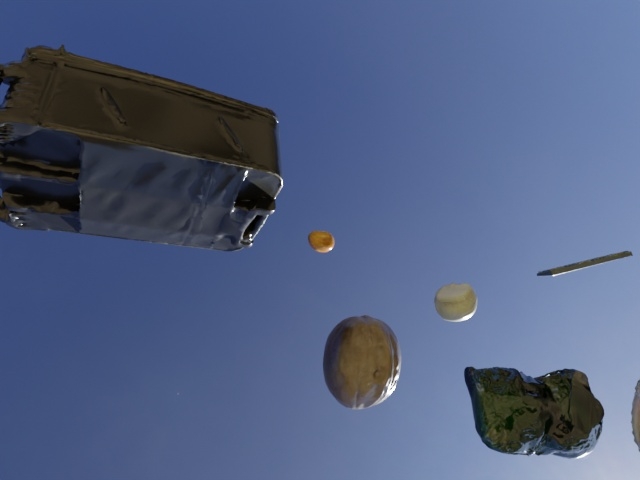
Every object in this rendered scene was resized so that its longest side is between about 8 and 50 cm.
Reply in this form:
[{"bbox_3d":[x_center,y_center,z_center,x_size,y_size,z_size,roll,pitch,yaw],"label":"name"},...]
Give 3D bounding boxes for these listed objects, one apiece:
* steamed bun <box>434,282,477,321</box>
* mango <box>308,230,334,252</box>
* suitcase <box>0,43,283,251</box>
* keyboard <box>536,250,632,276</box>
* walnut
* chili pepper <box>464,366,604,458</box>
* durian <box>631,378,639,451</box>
[{"bbox_3d":[0.391,0.182,1.238,0.130,0.113,0.090,-39,-63,-54],"label":"steamed bun"},{"bbox_3d":[0.000,0.000,1.146,0.089,0.046,0.059,28,-93,-42],"label":"mango"},{"bbox_3d":[-0.281,-0.118,0.691,0.434,0.283,0.194,9,-124,-24],"label":"suitcase"},{"bbox_3d":[0.537,0.048,0.879,0.176,0.055,0.014,-13,-98,-6],"label":"keyboard"},{"bbox_3d":[0.072,0.212,0.755,0.140,0.140,0.162,4,-100,-17],"label":"walnut"},{"bbox_3d":[0.400,0.305,0.762,0.265,0.116,0.148,15,-124,-13],"label":"chili pepper"},{"bbox_3d":[0.729,0.364,0.883,0.138,0.250,0.182,-5,-91,19],"label":"durian"}]
